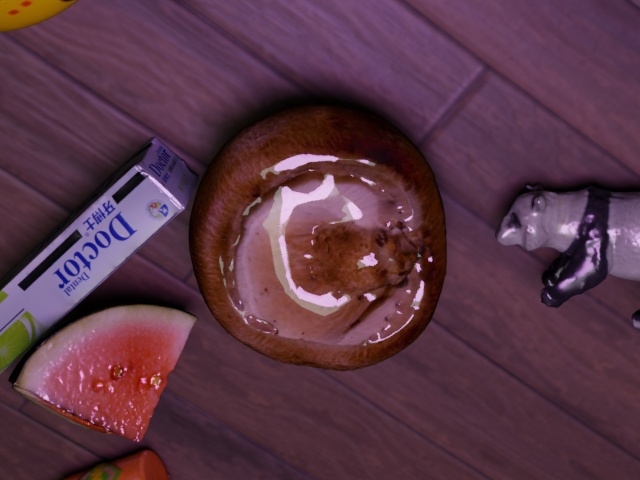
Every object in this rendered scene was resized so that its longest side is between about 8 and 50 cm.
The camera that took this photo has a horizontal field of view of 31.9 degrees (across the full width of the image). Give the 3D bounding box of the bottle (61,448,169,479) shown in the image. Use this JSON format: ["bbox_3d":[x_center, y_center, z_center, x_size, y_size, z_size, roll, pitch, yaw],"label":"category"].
[{"bbox_3d":[-0.260,0.289,1.234,0.187,0.069,0.069,-22,116,12],"label":"bottle"}]

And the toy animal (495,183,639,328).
[{"bbox_3d":[0.277,0.009,1.057,0.225,0.094,0.121,12,109,5],"label":"toy animal"}]

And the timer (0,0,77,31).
[{"bbox_3d":[-0.237,-0.280,0.855,0.285,0.285,0.285,1,118,1],"label":"timer"}]

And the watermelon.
[{"bbox_3d":[-0.225,0.132,1.118,0.193,0.145,0.137,-16,96,-29],"label":"watermelon"}]

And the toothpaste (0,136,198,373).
[{"bbox_3d":[-0.259,0.036,1.090,0.336,0.081,0.067,-40,107,20],"label":"toothpaste"}]

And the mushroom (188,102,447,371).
[{"bbox_3d":[0.000,0.000,1.023,0.253,0.153,0.253,0,109,1],"label":"mushroom"}]
